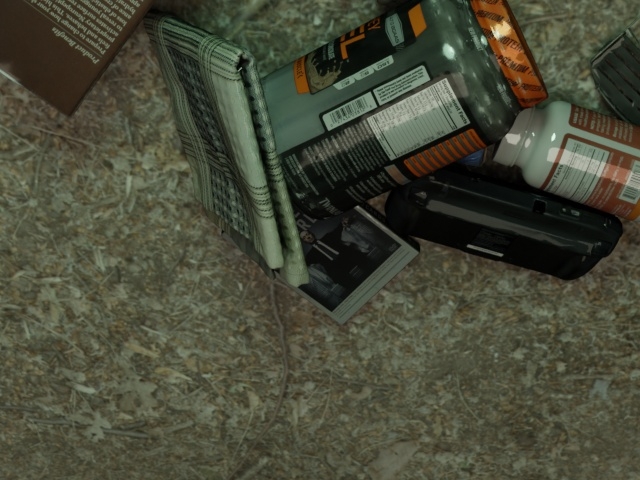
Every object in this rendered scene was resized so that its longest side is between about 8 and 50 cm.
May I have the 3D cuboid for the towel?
[{"bbox_3d":[-0.130,-0.117,1.282,0.056,0.312,0.324,-26,121,-19],"label":"towel"}]

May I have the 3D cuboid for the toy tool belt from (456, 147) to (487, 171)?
[{"bbox_3d":[0.203,-0.134,1.380,0.052,0.051,0.083,-3,120,6],"label":"toy tool belt"}]

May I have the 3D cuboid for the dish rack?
[{"bbox_3d":[0.493,-0.240,1.283,0.208,0.074,0.271,40,116,-17],"label":"dish rack"}]

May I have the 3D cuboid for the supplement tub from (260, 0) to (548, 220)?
[{"bbox_3d":[0.098,-0.179,1.271,0.338,0.207,0.207,-24,116,17],"label":"supplement tub"}]

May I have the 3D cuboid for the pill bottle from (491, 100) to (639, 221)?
[{"bbox_3d":[0.344,-0.113,1.335,0.216,0.121,0.121,20,121,3],"label":"pill bottle"}]

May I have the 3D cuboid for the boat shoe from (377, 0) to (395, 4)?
[{"bbox_3d":[0.042,-0.419,1.190,0.091,0.109,0.305,-27,119,13],"label":"boat shoe"}]

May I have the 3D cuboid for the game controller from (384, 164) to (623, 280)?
[{"bbox_3d":[0.252,-0.024,1.414,0.319,0.067,0.166,16,158,-5],"label":"game controller"}]

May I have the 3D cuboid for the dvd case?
[{"bbox_3d":[0.000,0.000,1.489,0.238,0.029,0.179,37,116,-17],"label":"dvd case"}]

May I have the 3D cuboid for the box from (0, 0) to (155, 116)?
[{"bbox_3d":[-0.271,-0.360,1.234,0.191,0.143,0.381,37,115,-17],"label":"box"}]
